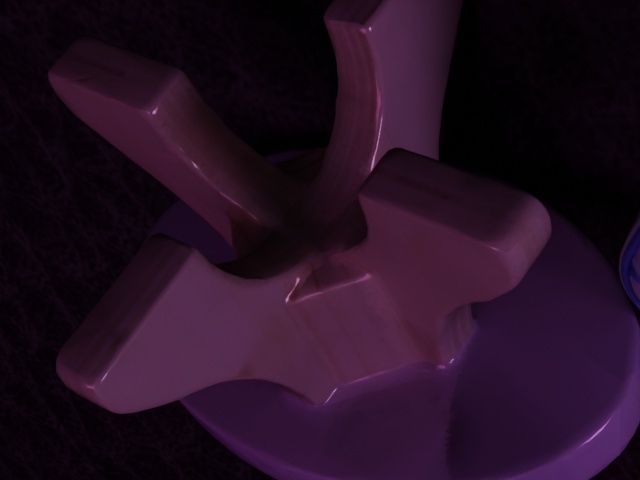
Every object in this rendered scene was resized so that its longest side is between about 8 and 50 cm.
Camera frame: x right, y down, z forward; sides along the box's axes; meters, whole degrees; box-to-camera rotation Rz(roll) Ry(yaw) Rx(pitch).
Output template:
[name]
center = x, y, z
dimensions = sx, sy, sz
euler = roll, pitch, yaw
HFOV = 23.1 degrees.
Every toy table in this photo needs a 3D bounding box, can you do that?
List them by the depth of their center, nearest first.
[toy table]
center = 0.000, 0.000, 0.681
dimensions = 0.274, 0.252, 0.161
euler = 9, 149, 31

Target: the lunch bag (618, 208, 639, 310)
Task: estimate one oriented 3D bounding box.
[lunch bag]
center = 0.237, 0.009, 0.606
dimensions = 0.219, 0.090, 0.176
euler = 32, 141, 8
